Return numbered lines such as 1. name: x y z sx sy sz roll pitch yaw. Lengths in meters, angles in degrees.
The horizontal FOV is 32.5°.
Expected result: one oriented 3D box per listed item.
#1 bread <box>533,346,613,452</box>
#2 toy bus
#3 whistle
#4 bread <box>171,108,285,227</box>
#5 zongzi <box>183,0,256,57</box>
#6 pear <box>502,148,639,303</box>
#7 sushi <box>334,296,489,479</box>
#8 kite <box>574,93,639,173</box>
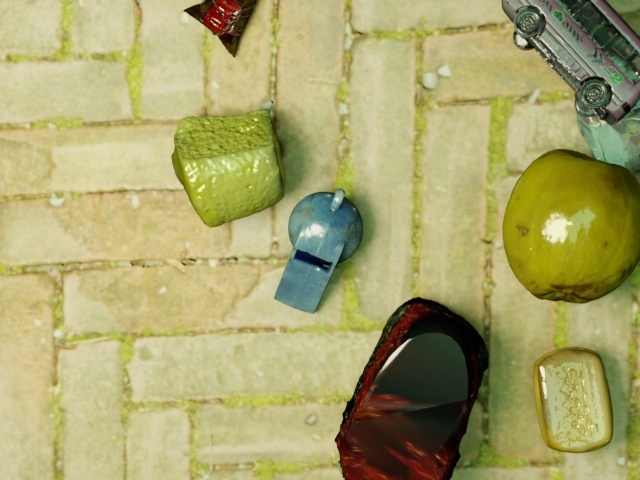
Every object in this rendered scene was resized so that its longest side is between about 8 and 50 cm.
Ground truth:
1. bread: 0.275 0.174 1.201 0.082 0.056 0.115 -12 86 6
2. toy bus: 0.275 -0.210 1.154 0.098 0.087 0.178 -41 84 6
3. whistle: 0.000 0.000 1.215 0.090 0.090 0.158 27 135 4
4. bread: -0.098 -0.077 1.194 0.114 0.129 0.111 -14 130 2
5. zongzi: -0.101 -0.243 1.222 0.083 0.067 0.073 -24 103 25
6. pear: 0.265 -0.013 1.145 0.148 0.149 0.162 11 91 5
7. sushi: 0.100 0.175 1.190 0.136 0.126 0.225 19 101 3
8. kite: 0.397 -0.162 1.185 0.245 0.015 0.141 -17 93 10
